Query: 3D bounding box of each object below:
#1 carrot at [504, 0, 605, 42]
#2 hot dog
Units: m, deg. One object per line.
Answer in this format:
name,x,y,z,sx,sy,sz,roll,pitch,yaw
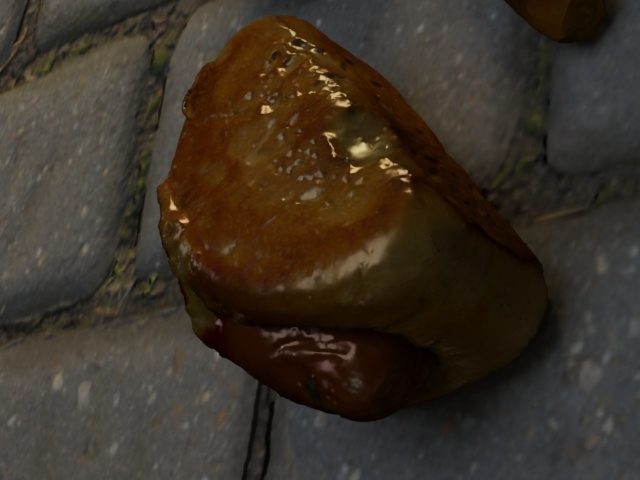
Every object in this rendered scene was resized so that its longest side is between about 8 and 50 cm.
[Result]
carrot,0.103,-0.157,1.047,0.042,0.042,0.170,-56,35,17
hot dog,0.000,0.000,1.020,0.153,0.150,0.256,-48,39,11
